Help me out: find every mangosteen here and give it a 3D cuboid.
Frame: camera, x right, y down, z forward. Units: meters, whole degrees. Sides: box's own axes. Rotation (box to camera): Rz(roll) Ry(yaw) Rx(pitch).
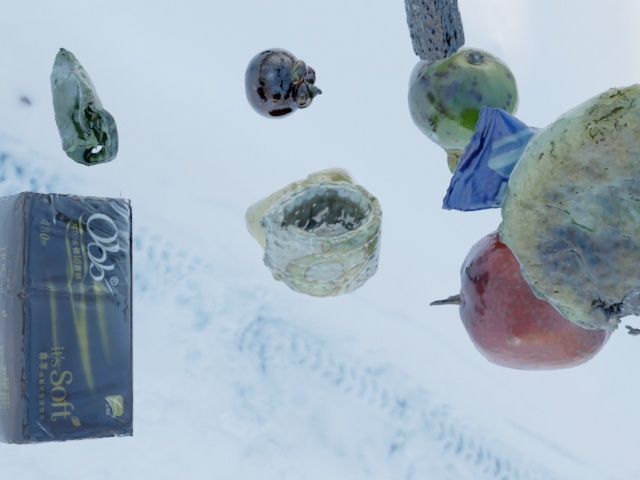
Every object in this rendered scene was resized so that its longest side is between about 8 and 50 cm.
[{"bbox_3d":[-0.062,-0.266,1.870,0.140,0.140,0.140,16,65,-37],"label":"mangosteen"}]

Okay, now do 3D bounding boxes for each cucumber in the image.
[{"bbox_3d":[0.125,-0.352,1.320,0.072,0.072,0.300,-52,141,-40],"label":"cucumber"}]

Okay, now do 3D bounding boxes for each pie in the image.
[{"bbox_3d":[0.374,-0.042,1.274,0.296,0.371,0.078,39,38,-9],"label":"pie"}]

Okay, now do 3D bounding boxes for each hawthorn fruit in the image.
[{"bbox_3d":[0.323,0.090,1.780,0.254,0.300,0.254,21,67,-60],"label":"hawthorn fruit"}]

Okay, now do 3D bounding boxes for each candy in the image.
[{"bbox_3d":[0.364,-0.104,1.786,0.331,0.077,0.187,11,109,-29],"label":"candy"}]

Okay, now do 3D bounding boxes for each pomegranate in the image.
[{"bbox_3d":[0.260,-0.244,2.042,0.211,0.263,0.211,4,42,-3],"label":"pomegranate"}]

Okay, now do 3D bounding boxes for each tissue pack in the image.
[{"bbox_3d":[-0.401,0.108,1.633,0.198,0.210,0.370,1,87,-33],"label":"tissue pack"}]

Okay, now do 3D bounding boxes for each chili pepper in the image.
[{"bbox_3d":[-0.342,-0.201,1.561,0.062,0.108,0.216,-3,49,-34],"label":"chili pepper"}]

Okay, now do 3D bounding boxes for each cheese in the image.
[{"bbox_3d":[-0.027,-0.054,2.000,0.117,0.214,0.226,58,5,6],"label":"cheese"}]

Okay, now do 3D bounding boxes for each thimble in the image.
[{"bbox_3d":[0.000,0.000,1.669,0.190,0.143,0.137,-8,55,-10],"label":"thimble"}]
